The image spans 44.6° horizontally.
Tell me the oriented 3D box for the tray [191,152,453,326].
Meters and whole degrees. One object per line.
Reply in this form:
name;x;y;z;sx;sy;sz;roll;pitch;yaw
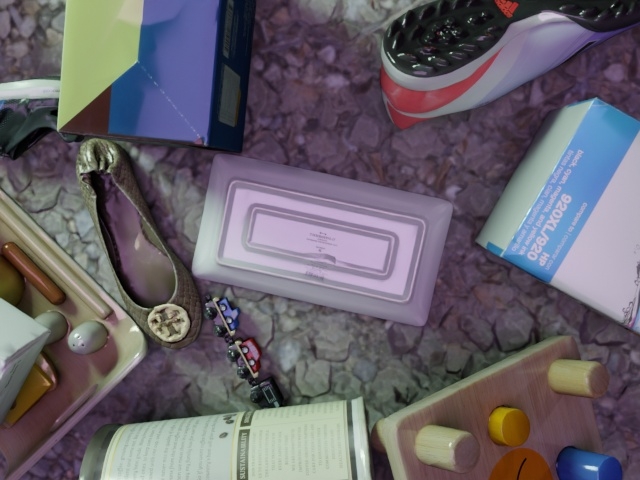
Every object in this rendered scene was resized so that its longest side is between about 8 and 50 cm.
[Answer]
tray;0.000;0.000;0.853;0.270;0.030;0.145;12;96;1

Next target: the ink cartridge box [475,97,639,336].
ink cartridge box;0.304;-0.007;0.769;0.233;0.171;0.168;29;95;0

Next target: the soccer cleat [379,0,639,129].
soccer cleat;0.205;-0.208;0.803;0.318;0.116;0.108;-22;65;-12

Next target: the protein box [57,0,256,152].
protein box;-0.146;-0.191;0.756;0.136;0.201;0.199;6;95;2

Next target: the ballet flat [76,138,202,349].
ballet flat;-0.201;0.006;0.847;0.084;0.058;0.250;-21;94;5

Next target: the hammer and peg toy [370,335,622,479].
hammer and peg toy;0.210;0.301;0.780;0.266;0.127;0.361;-19;95;-31

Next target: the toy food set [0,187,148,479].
toy food set;-0.369;0.089;0.843;0.220;0.092;0.306;-44;91;5

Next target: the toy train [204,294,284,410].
toy train;-0.083;0.127;0.868;0.036;0.027;0.158;-28;93;1

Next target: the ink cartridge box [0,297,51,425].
ink cartridge box;-0.405;0.106;0.770;0.219;0.092;0.160;33;107;1

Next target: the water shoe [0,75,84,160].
water shoe;-0.354;-0.123;0.836;0.203;0.073;0.080;-9;97;4

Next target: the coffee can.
coffee can;-0.080;0.274;0.793;0.275;0.201;0.201;-7;94;3
